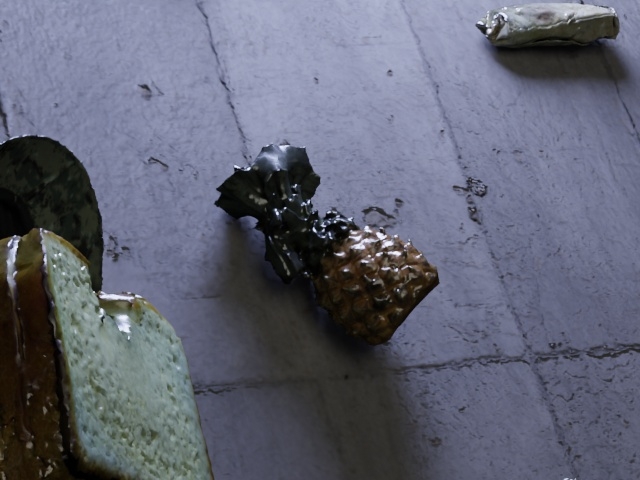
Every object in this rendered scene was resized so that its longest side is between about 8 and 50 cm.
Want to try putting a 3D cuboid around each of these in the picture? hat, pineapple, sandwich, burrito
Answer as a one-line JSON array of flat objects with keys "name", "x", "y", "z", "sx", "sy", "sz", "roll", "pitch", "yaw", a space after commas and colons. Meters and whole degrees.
[{"name": "hat", "x": -0.311, "y": 0.022, "z": 1.653, "sx": 0.128, "sy": 0.265, "sz": 0.265, "roll": 8, "pitch": 47, "yaw": 23}, {"name": "pineapple", "x": 0.000, "y": 0.000, "z": 1.851, "sx": 0.237, "sy": 0.111, "sz": 0.119, "roll": 38, "pitch": 21, "yaw": 9}, {"name": "sandwich", "x": -0.195, "y": 0.133, "z": 1.578, "sx": 0.273, "sy": 0.095, "sz": 0.249, "roll": 42, "pitch": 31, "yaw": -56}, {"name": "burrito", "x": 0.266, "y": -0.249, "z": 2.176, "sx": 0.188, "sy": 0.045, "sz": 0.058, "roll": -3, "pitch": 35, "yaw": -24}]

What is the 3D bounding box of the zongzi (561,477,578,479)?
[{"name": "zongzi", "x": 0.280, "y": 0.388, "z": 1.663, "sx": 0.300, "sy": 0.145, "sz": 0.274, "roll": 41, "pitch": 23, "yaw": -6}]
